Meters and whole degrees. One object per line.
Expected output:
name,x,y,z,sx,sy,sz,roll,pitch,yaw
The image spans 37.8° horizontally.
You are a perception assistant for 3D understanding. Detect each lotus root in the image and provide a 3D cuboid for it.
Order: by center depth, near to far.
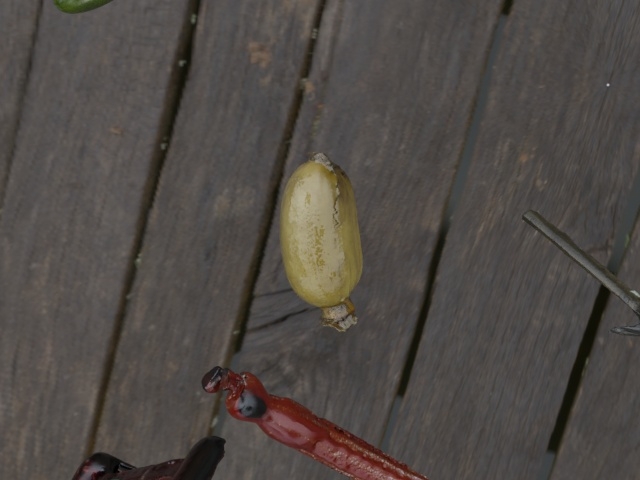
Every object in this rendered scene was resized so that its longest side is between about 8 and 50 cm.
lotus root,-0.003,0.001,1.546,0.131,0.146,0.303,1,108,23

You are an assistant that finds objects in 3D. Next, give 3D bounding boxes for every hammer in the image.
hammer,0.439,0.042,1.514,0.125,0.027,0.297,-32,56,-16

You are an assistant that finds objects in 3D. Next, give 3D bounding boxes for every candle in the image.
candle,0.015,0.224,1.006,0.329,0.051,0.048,34,124,-26

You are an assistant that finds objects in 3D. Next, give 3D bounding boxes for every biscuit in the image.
biscuit,-0.177,0.252,0.852,0.235,0.151,0.063,-21,116,43

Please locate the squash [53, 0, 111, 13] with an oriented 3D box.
squash,-0.295,-0.406,1.373,0.258,0.069,0.069,-28,90,28
